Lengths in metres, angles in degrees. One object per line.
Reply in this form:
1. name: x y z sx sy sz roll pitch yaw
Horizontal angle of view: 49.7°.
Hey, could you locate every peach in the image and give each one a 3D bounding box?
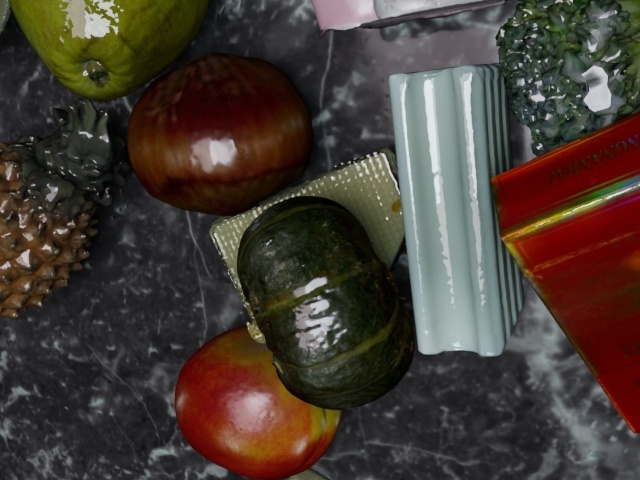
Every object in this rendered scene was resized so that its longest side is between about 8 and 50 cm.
1. peach: -0.074 0.194 0.825 0.192 0.190 0.190 -36 88 34

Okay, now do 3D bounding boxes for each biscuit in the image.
1. biscuit: 0.000 0.000 0.817 0.252 0.052 0.150 -22 100 26

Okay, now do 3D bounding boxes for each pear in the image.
1. pear: -0.222 -0.272 0.733 0.212 0.212 0.269 -17 52 26

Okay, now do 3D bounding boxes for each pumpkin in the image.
1. pumpkin: 0.002 0.063 0.692 0.157 0.223 0.223 -23 94 -1

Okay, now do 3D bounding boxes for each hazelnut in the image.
1. hazelnut: -0.114 -0.115 0.760 0.204 0.178 0.177 -9 100 20

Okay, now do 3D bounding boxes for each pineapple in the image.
1. pineapple: -0.349 -0.059 0.860 0.357 0.223 0.223 -35 89 26

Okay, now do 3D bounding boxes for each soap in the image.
1. soap: 0.140 -0.037 0.687 0.088 0.160 0.265 -2 103 24

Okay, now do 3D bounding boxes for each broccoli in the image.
1. broccoli: 0.302 -0.154 0.604 0.275 0.177 0.198 -12 93 12

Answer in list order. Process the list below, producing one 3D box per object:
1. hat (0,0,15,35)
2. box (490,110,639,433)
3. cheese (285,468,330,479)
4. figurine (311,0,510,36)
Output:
1. hat: -0.436 -0.345 0.865 0.257 0.130 0.257 6 106 22
2. box: 0.307 0.033 0.597 0.197 0.089 0.313 -24 127 27
3. cheese: 0.038 0.363 0.903 0.194 0.043 0.064 25 107 17
4. figurine: 0.117 -0.363 0.610 0.284 0.206 0.315 -1 109 29
